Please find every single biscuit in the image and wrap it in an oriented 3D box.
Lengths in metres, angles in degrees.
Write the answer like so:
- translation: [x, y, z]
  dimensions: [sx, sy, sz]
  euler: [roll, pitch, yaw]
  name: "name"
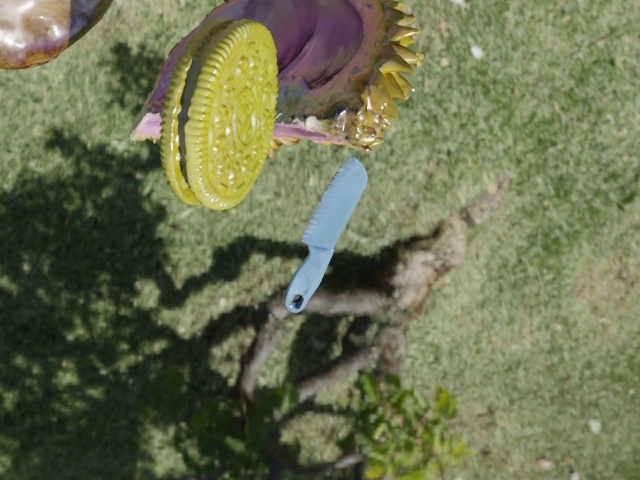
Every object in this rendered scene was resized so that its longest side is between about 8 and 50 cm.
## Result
- translation: [-0.042, -0.055, 0.466]
  dimensions: [0.023, 0.084, 0.084]
  euler: [14, 132, 17]
  name: "biscuit"

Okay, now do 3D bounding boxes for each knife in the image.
- translation: [0.000, 0.000, 1.213]
  dimensions: [0.044, 0.019, 0.313]
  euler: [15, 144, -8]
  name: "knife"

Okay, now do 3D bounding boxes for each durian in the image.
- translation: [-0.021, -0.142, 0.933]
  dimensions: [0.341, 0.191, 0.112]
  euler: [4, 142, 50]
  name: "durian"

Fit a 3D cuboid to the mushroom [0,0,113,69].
- translation: [-0.305, -0.319, 1.026]
  dimensions: [0.267, 0.267, 0.254]
  euler: [6, 160, -10]
  name: "mushroom"
